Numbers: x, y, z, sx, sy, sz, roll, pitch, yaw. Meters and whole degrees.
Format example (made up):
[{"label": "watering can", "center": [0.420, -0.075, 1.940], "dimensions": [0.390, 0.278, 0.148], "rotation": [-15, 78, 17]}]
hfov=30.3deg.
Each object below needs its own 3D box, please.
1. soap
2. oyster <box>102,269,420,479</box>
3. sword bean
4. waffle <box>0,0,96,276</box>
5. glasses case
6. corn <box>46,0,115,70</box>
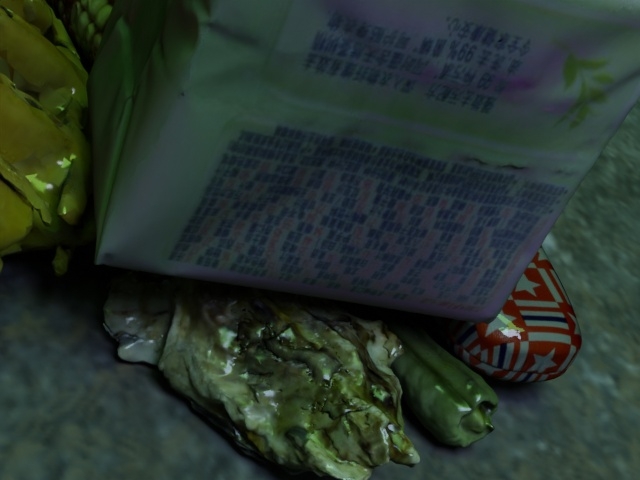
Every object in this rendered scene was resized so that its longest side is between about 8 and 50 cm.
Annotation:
[{"label": "soap", "center": [0.017, -0.077, 0.502], "dimensions": [0.199, 0.182, 0.138], "rotation": [9, 38, -26]}, {"label": "oyster", "center": [-0.014, 0.047, 0.527], "dimensions": [0.165, 0.053, 0.108], "rotation": [40, 38, 22]}, {"label": "sword bean", "center": [0.000, 0.001, 0.609], "dimensions": [0.043, 0.038, 0.269], "rotation": [-27, 56, -18]}, {"label": "waffle", "center": [-0.240, -0.129, 0.480], "dimensions": [0.382, 0.095, 0.379], "rotation": [51, 18, 6]}, {"label": "glasses case", "center": [0.074, 0.000, 0.637], "dimensions": [0.073, 0.049, 0.194], "rotation": [5, 40, -21]}, {"label": "corn", "center": [-0.121, -0.168, 0.687], "dimensions": [0.098, 0.098, 0.290], "rotation": [-2, 39, -31]}]
